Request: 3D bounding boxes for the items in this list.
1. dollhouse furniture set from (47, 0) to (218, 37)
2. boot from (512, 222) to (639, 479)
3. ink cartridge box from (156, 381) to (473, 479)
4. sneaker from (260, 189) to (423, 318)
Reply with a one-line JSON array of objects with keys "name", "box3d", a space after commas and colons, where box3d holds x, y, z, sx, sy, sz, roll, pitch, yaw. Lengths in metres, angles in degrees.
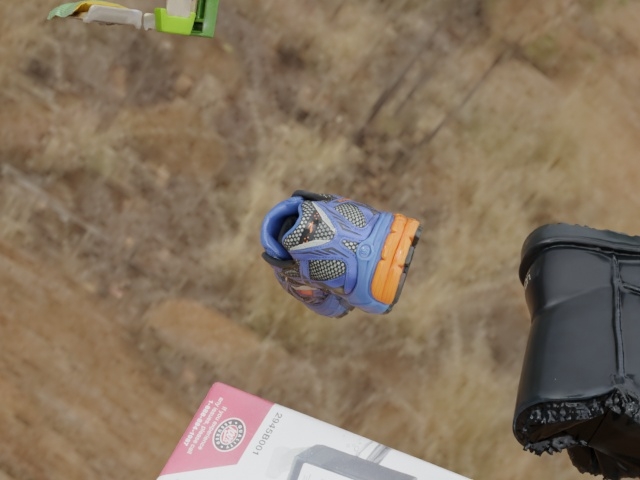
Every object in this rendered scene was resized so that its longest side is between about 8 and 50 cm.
[{"name": "dollhouse furniture set", "box3d": [-0.161, -0.218, 1.451, 0.151, 0.059, 0.076, 2, 7, -35]}, {"name": "boot", "box3d": [0.262, 0.091, 1.203, 0.246, 0.094, 0.207, 9, 43, -2]}, {"name": "ink cartridge box", "box3d": [-0.003, 0.204, 1.017, 0.217, 0.092, 0.159, 19, 63, 23]}, {"name": "sneaker", "box3d": [0.000, 0.000, 1.089, 0.087, 0.221, 0.083, 24, 80, -10]}]
